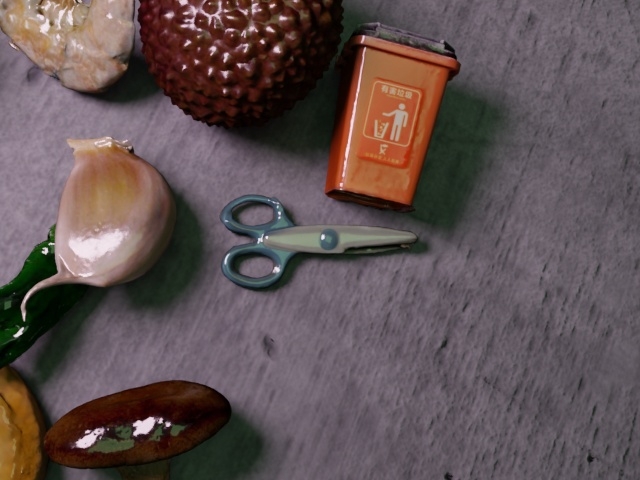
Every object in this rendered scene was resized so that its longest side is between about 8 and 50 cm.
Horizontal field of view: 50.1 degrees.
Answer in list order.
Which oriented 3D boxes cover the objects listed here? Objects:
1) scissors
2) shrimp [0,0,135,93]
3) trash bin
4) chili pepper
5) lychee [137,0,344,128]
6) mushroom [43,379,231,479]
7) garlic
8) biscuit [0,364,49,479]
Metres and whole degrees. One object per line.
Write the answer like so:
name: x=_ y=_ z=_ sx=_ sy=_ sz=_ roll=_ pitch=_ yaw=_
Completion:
scissors: x=0.000 y=0.000 z=0.993 sx=0.289 sy=0.041 sz=0.138 roll=-1 pitch=82 yaw=-7
shrimp: x=-0.359 y=-0.368 z=0.896 sx=0.360 sy=0.247 sz=0.085 roll=62 pitch=34 yaw=-10
trash bin: x=0.086 y=-0.167 z=0.984 sx=0.161 sy=0.184 sz=0.238 roll=12 pitch=89 yaw=-9
chili pepper: x=-0.364 y=0.072 z=0.868 sx=0.098 sy=0.061 sz=0.224 roll=53 pitch=46 yaw=-28
lychee: x=-0.104 y=-0.286 z=0.913 sx=0.276 sy=0.304 sz=0.275 roll=-14 pitch=112 yaw=-38
mushroom: x=-0.214 y=0.298 z=0.875 sx=0.227 sy=0.148 sz=0.217 roll=-10 pitch=101 yaw=-3
garlic: x=-0.269 y=-0.004 z=0.884 sx=0.149 sy=0.128 sz=0.266 roll=-3 pitch=52 yaw=11
biscuit: x=-0.488 y=0.264 z=0.828 sx=0.297 sy=0.102 sz=0.296 roll=2 pitch=78 yaw=-11
